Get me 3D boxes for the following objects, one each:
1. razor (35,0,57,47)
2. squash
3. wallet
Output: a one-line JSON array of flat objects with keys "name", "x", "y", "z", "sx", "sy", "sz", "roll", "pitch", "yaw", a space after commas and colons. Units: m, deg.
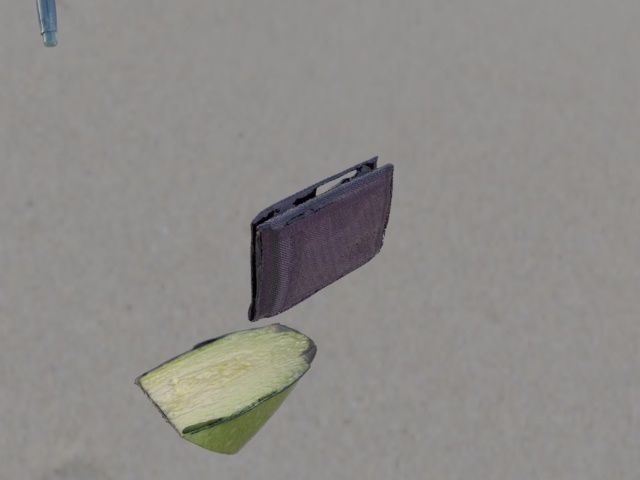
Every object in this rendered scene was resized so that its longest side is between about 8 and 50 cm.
[{"name": "razor", "x": -0.281, "y": -0.261, "z": 1.818, "sx": 0.068, "sy": 0.135, "sz": 0.040, "roll": -8, "pitch": -9, "yaw": 6}, {"name": "squash", "x": -0.082, "y": 0.170, "z": 1.901, "sx": 0.184, "sy": 0.085, "sz": 0.192, "roll": -23, "pitch": 24, "yaw": -13}, {"name": "wallet", "x": 0.001, "y": 0.001, "z": 1.617, "sx": 0.166, "sy": 0.111, "sz": 0.030, "roll": -28, "pitch": 44, "yaw": -36}]
